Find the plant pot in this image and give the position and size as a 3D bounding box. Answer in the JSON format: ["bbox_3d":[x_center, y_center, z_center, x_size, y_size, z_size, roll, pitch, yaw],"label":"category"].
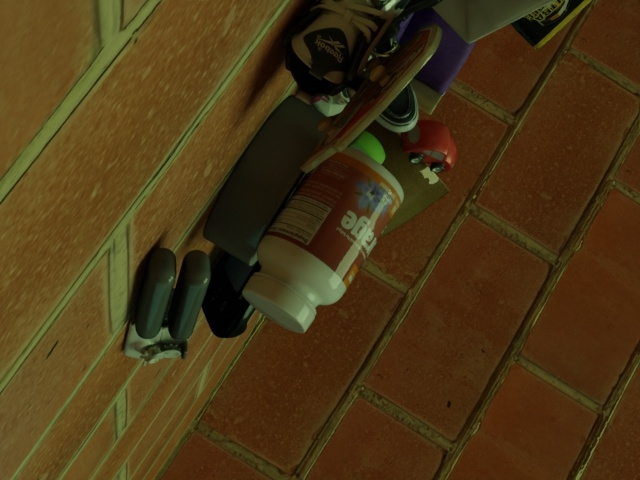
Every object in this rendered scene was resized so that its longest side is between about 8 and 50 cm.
[{"bbox_3d":[0.030,-0.074,1.894,0.254,0.237,0.237,-45,178,4],"label":"plant pot"}]

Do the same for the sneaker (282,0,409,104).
[{"bbox_3d":[0.032,-0.234,1.262,0.235,0.094,0.153,-47,-166,42],"label":"sneaker"}]

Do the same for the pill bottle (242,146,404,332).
[{"bbox_3d":[0.000,0.000,1.492,0.216,0.121,0.121,-57,177,-16],"label":"pill bottle"}]

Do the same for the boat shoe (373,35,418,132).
[{"bbox_3d":[0.077,-0.231,1.556,0.065,0.183,0.083,-18,161,-11],"label":"boat shoe"}]

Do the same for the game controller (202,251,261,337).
[{"bbox_3d":[-0.076,-0.009,1.767,0.319,0.067,0.166,-58,-164,11],"label":"game controller"}]

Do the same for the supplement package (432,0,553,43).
[{"bbox_3d":[0.235,-0.417,1.467,0.175,0.177,0.293,-20,-148,57],"label":"supplement package"}]

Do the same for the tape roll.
[{"bbox_3d":[-0.062,-0.077,1.576,0.219,0.072,0.219,-58,178,-4],"label":"tape roll"}]

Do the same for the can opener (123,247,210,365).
[{"bbox_3d":[-0.179,0.073,1.398,0.280,0.074,0.093,120,-31,-63],"label":"can opener"}]

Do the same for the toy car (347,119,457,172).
[{"bbox_3d":[0.087,-0.150,1.704,0.053,0.239,0.225,-28,-162,48],"label":"toy car"}]

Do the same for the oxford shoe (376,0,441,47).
[{"bbox_3d":[0.101,-0.300,1.336,0.227,0.096,0.083,-32,-164,30],"label":"oxford shoe"}]

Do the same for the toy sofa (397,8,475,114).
[{"bbox_3d":[0.193,-0.368,1.979,0.177,0.150,0.362,-57,177,-40],"label":"toy sofa"}]

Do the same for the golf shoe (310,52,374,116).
[{"bbox_3d":[0.025,-0.195,1.534,0.068,0.086,0.186,-20,163,-15],"label":"golf shoe"}]

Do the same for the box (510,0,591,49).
[{"bbox_3d":[0.339,-0.412,1.641,0.257,0.079,0.322,-42,-161,18],"label":"box"}]

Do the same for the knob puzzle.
[{"bbox_3d":[0.059,-0.167,1.280,0.213,0.030,0.213,-46,-169,11],"label":"knob puzzle"}]
